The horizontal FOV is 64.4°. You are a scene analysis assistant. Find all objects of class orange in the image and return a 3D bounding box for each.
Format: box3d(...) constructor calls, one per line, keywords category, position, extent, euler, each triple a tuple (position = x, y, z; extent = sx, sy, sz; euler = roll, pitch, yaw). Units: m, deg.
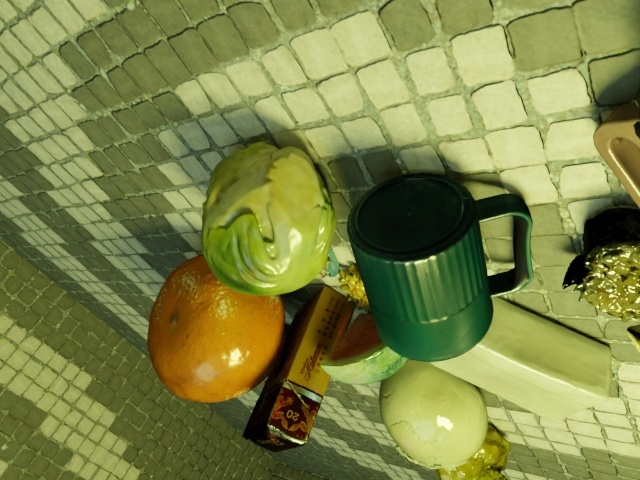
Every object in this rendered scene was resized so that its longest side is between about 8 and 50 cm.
box3d(category="orange", position=(-0.286, 0.244, 1.441), extent=(0.424, 0.423, 0.326), euler=(-8, 158, 43))

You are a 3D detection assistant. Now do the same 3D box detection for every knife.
box3d(category="knife", position=(-0.001, 0.000, 1.234), extent=(0.058, 0.032, 0.244), euler=(20, 144, 37))

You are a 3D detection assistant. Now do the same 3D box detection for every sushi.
box3d(category="sushi", position=(0.486, 0.045, 0.845), extent=(0.147, 0.115, 0.212), euler=(8, 143, 29))

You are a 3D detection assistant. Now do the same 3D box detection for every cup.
box3d(category="cup", position=(0.216, 0.052, 0.945), extent=(0.308, 0.242, 0.292), euler=(9, 140, 32))

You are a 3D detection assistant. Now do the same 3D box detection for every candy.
box3d(category="candy", position=(0.436, 0.254, 1.144), extent=(0.359, 0.145, 0.208), euler=(24, 148, 8))

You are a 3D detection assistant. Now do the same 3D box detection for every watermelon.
box3d(category="watermelon", position=(0.137, 0.283, 1.310), extent=(0.176, 0.260, 0.256), euler=(32, 148, 11))

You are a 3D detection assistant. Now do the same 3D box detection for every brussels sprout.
box3d(category="brussels sprout", position=(-0.120, -0.031, 1.056), extent=(0.344, 0.268, 0.344), euler=(20, 139, 19))

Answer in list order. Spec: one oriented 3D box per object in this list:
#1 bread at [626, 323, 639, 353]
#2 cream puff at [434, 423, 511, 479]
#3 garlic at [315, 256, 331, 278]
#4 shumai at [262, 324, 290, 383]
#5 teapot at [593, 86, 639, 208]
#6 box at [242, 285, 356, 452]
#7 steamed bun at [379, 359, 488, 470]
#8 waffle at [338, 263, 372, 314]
box3d(category="bread", position=(0.686, 0.165, 0.836), extent=(0.264, 0.163, 0.167), euler=(-33, 80, 13))
box3d(category="cream puff", position=(0.503, 0.726, 1.625), extent=(0.185, 0.282, 0.281), euler=(37, 160, 43))
box3d(category="garlic", position=(-0.045, 0.042, 1.247), extent=(0.101, 0.087, 0.196), euler=(49, 156, -18))
box3d(category="shumai", position=(-0.125, 0.421, 1.735), extent=(0.189, 0.218, 0.256), euler=(32, 149, -22))
box3d(category="teapot", position=(0.511, -0.065, 0.565), extent=(0.361, 0.305, 0.376), euler=(50, 172, -16))
box3d(category="box", position=(-0.057, 0.357, 1.398), extent=(0.116, 0.415, 0.264), euler=(30, 147, -8))
box3d(category="steamed bun", position=(0.313, 0.517, 1.498), extent=(0.334, 0.233, 0.312), euler=(10, 140, 30))
box3d(category="waffle", position=(0.160, 0.138, 1.280), extent=(0.232, 0.051, 0.228), euler=(-6, 136, 43))
